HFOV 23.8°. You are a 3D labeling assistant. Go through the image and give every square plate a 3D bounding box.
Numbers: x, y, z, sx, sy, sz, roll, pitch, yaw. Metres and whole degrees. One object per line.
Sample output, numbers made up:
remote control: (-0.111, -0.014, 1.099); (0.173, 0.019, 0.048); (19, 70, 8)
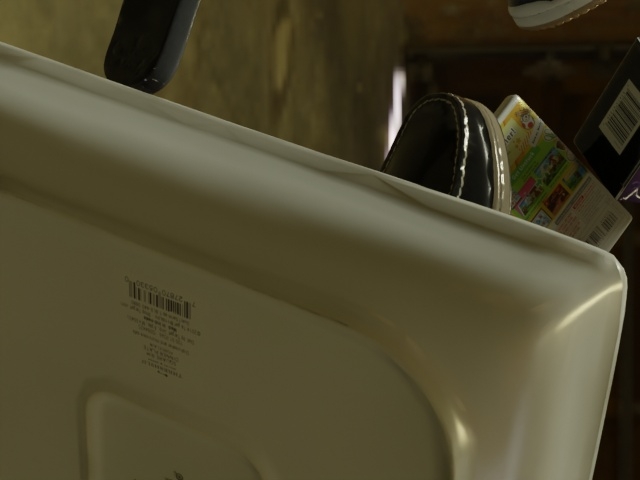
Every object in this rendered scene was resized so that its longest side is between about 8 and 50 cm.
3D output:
square plate: (-0.054, 0.103, 0.679); (0.049, 0.347, 0.344); (-41, 143, -46)

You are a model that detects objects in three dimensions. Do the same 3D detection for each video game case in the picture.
video game case: (0.215, -0.009, 1.675); (0.227, 0.206, 0.026); (-51, -162, -16)

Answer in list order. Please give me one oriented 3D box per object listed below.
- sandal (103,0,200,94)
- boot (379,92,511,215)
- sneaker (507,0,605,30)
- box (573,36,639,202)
sandal: (-0.134, -0.252, 1.327); (0.054, 0.097, 0.254); (30, 65, -47)
boot: (0.000, 0.000, 1.267); (0.284, 0.138, 0.377); (30, 72, -34)
sneaker: (0.217, -0.277, 1.125); (0.153, 0.282, 0.099); (48, 43, -13)
box: (0.416, -0.127, 1.702); (0.153, 0.207, 0.108); (-63, -142, 35)
